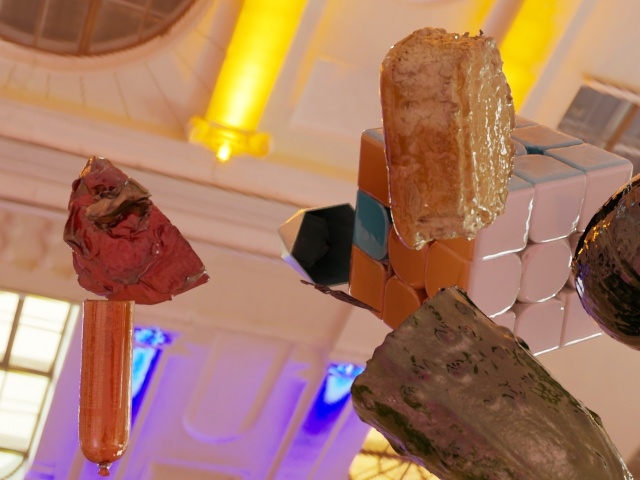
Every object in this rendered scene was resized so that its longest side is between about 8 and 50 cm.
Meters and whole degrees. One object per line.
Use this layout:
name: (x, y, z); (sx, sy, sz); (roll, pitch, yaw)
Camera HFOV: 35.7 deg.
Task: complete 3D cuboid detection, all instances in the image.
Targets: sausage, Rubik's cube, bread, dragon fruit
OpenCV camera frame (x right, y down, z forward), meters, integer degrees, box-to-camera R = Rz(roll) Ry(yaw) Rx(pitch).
sausage: (-0.285, 0.195, 1.325); (0.071, 0.234, 0.071); (1, 174, 0)
Rubik's cube: (0.241, -0.008, 1.482); (0.291, 0.291, 0.292); (-12, -151, -28)
bread: (0.140, -0.114, 1.118); (0.121, 0.245, 0.174); (13, -149, 34)
dragon fruit: (-0.355, -0.016, 1.630); (0.152, 0.205, 0.317); (-40, -136, -23)

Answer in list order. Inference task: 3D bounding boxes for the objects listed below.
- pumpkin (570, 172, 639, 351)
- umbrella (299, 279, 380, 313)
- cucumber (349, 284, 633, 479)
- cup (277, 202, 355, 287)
pumpkin: (0.304, 0.017, 0.810); (0.190, 0.190, 0.146); (-3, -130, -36)
umbrella: (0.027, 0.076, 1.372); (0.122, 0.013, 0.022); (22, -173, -12)
cucumber: (0.142, 0.152, 0.732); (0.244, 0.134, 0.134); (43, -143, 26)
cup: (0.000, 0.000, 1.720); (0.148, 0.134, 0.236); (-7, -174, -10)
